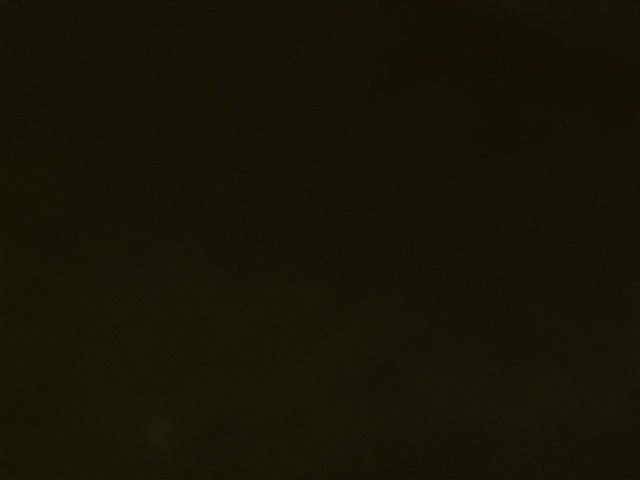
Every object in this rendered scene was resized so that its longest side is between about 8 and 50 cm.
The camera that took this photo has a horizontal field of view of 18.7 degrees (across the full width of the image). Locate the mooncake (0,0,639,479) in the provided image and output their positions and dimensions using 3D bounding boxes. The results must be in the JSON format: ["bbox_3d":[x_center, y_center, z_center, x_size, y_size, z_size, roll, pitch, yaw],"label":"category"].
[{"bbox_3d":[0.000,0.000,0.553,0.467,0.467,0.262,-43,153,-28],"label":"mooncake"}]
